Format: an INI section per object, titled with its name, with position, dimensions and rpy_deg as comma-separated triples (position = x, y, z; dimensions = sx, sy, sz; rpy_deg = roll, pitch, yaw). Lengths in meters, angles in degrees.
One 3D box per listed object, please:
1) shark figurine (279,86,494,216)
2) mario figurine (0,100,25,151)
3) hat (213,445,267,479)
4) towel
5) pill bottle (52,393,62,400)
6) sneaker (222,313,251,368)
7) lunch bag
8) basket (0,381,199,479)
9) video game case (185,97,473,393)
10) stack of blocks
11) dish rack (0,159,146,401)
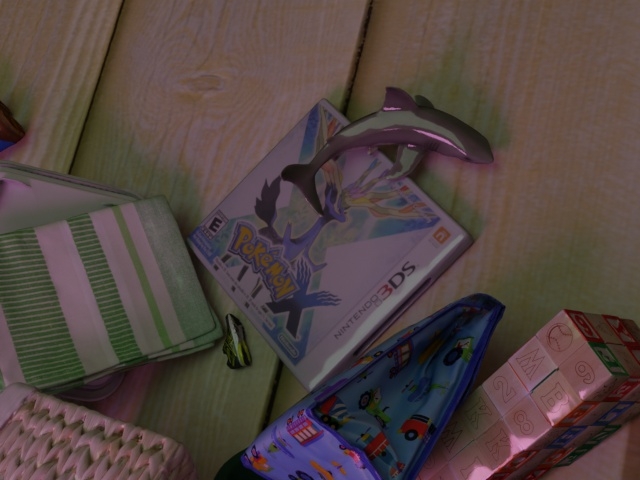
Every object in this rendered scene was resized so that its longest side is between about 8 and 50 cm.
[shark figurine]
position = 0.075, -0.151, 1.326
dimensions = 0.278, 0.116, 0.166
rpy_deg = -14, 55, 1
[mario figurine]
position = -0.675, -0.132, 1.688
dimensions = 0.320, 0.170, 0.198
rpy_deg = -43, 24, -3
[hat]
position = -0.035, 0.378, 1.253
dimensions = 0.173, 0.208, 0.183
rpy_deg = -11, 109, 1
[towel]
position = -0.322, 0.076, 1.369
dimensions = 0.325, 0.038, 0.247
rpy_deg = -16, 72, -28
[pill bottle]
position = -0.495, 0.319, 1.383
dimensions = 0.318, 0.176, 0.176
rpy_deg = -44, 57, 24
[sneaker]
position = -0.126, 0.143, 1.395
dimensions = 0.035, 0.031, 0.083
rpy_deg = -26, 62, 16
[lunch bag]
position = 0.076, 0.169, 1.132
dimensions = 0.138, 0.221, 0.293
rpy_deg = 45, 57, 1
[basket]
position = -0.300, 0.403, 1.166
dimensions = 0.267, 0.328, 0.331
rpy_deg = 10, 48, 23
[video game case]
position = 0.000, 0.000, 1.384
dimensions = 0.300, 0.036, 0.329
rpy_deg = -46, 58, 4
[stack of blocks]
position = 0.232, 0.209, 1.107
dimensions = 0.297, 0.171, 0.087
rpy_deg = -47, 55, 25
[dish rack]
position = -0.396, 0.051, 1.439
dimensions = 0.072, 0.286, 0.332
rpy_deg = 149, 132, -66
